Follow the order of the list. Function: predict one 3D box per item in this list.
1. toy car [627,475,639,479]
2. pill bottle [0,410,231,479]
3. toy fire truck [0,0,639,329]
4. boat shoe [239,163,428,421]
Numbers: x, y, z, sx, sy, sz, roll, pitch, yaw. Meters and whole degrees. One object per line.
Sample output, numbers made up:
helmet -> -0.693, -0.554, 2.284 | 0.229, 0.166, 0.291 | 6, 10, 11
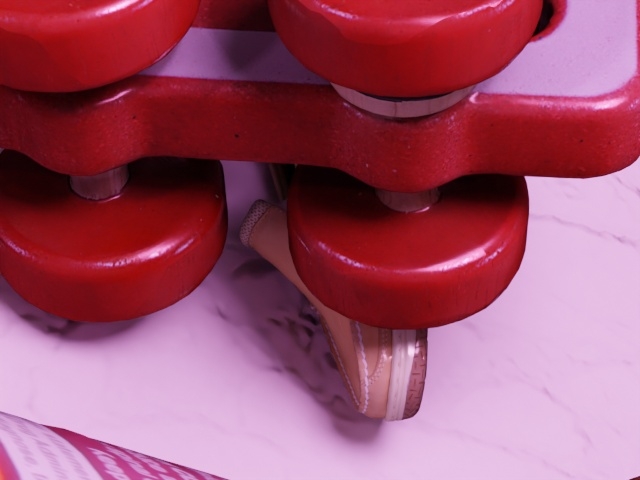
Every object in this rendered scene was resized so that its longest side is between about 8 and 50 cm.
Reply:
toy car -> 0.178, 0.132, 0.752 | 0.155, 0.188, 0.149 | -15, 64, -35
pill bottle -> -0.012, 0.187, 0.546 | 0.392, 0.224, 0.224 | 21, 47, -33
toy fire truck -> -0.018, -0.112, 0.799 | 0.302, 0.169, 0.254 | 2, 49, 5
boat shoe -> 0.000, 0.000, 0.853 | 0.072, 0.068, 0.190 | 0, 46, -12
